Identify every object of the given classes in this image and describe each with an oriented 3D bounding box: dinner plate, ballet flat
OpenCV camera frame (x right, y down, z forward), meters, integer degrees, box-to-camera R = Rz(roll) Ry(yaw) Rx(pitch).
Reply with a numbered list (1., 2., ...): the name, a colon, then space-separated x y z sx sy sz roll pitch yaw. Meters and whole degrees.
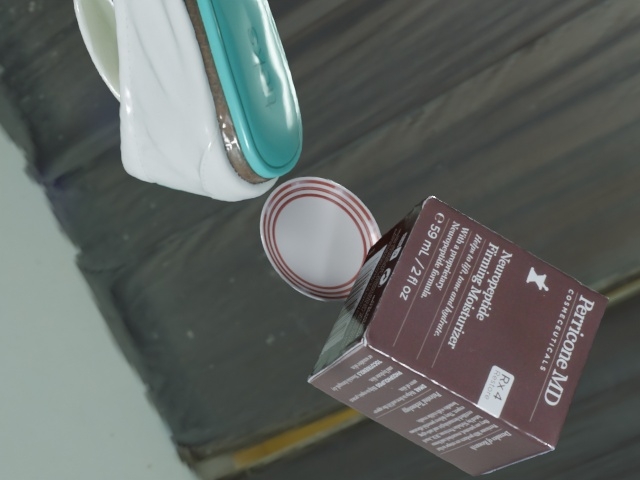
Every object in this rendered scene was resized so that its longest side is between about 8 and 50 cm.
1. dinner plate: 0.000 0.000 1.302 0.141 0.017 0.141 11 62 -22
2. ballet flat: -0.111 -0.217 0.779 0.139 0.139 0.400 -29 112 -65

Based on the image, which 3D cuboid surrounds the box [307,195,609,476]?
1. box: 0.127 0.095 1.202 0.203 0.167 0.168 29 64 -7
